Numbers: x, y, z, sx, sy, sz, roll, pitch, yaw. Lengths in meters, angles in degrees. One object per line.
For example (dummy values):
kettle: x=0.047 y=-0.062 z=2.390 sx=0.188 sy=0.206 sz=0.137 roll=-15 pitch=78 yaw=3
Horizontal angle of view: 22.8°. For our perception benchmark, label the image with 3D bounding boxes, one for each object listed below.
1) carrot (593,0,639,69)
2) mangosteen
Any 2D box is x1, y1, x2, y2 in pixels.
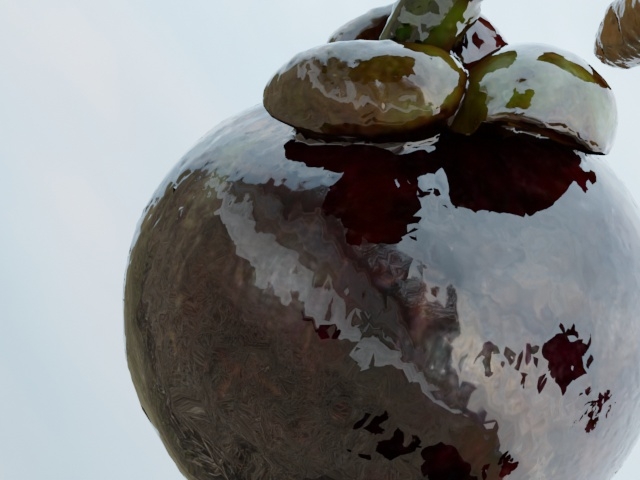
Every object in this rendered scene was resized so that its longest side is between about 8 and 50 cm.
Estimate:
carrot: x=0.215 y=-0.151 z=0.829 sx=0.066 sy=0.066 sz=0.314 roll=56 pitch=-19 yaw=0
mangosteen: x=0.033 y=0.004 z=0.643 sx=0.228 sy=0.228 sz=0.265 roll=35 pitch=-55 yaw=50
